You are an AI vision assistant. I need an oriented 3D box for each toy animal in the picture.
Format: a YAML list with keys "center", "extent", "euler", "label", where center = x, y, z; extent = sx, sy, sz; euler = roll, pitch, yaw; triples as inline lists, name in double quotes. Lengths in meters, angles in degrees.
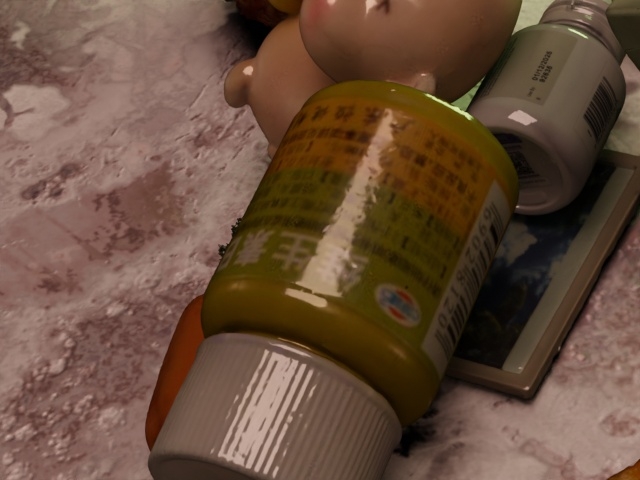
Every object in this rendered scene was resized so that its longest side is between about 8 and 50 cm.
- center: [0.048, -0.211, 1.769]
  extent: [0.345, 0.277, 0.247]
  euler: [-52, 20, 6]
  label: "toy animal"

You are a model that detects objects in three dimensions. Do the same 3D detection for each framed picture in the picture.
- center: [0.165, 0.009, 1.778]
  extent: [0.232, 0.024, 0.315]
  euler: [14, 51, 27]
  label: "framed picture"

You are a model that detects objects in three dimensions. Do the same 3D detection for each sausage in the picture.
- center: [-0.112, 0.125, 1.704]
  extent: [0.076, 0.076, 0.197]
  euler: [0, 46, 15]
  label: "sausage"

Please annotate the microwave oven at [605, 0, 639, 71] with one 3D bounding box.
- center: [0.503, -0.211, 1.599]
  extent: [0.394, 0.333, 0.247]
  euler: [-42, 13, -14]
  label: "microwave oven"

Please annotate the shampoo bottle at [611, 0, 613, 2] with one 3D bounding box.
- center: [0.382, -0.323, 1.995]
  extent: [0.092, 0.092, 0.303]
  euler: [8, 50, 21]
  label: "shampoo bottle"

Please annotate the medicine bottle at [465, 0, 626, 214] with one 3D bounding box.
- center: [0.226, -0.140, 1.795]
  extent: [0.135, 0.135, 0.215]
  euler: [12, 50, 25]
  label: "medicine bottle"

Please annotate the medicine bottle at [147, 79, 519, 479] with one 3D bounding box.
- center: [0.011, 0.068, 1.603]
  extent: [0.224, 0.224, 0.384]
  euler: [12, 62, 25]
  label: "medicine bottle"

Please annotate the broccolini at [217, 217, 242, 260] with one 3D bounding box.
- center: [-0.003, -0.007, 1.796]
  extent: [0.201, 0.058, 0.074]
  euler: [-16, 46, 14]
  label: "broccolini"

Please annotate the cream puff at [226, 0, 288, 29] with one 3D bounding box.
- center: [0.023, -0.350, 2.016]
  extent: [0.350, 0.228, 0.350]
  euler: [-23, 24, 11]
  label: "cream puff"

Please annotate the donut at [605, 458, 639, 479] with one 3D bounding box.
- center: [0.289, 0.302, 1.406]
  extent: [0.303, 0.110, 0.303]
  euler: [-9, 45, 9]
  label: "donut"
